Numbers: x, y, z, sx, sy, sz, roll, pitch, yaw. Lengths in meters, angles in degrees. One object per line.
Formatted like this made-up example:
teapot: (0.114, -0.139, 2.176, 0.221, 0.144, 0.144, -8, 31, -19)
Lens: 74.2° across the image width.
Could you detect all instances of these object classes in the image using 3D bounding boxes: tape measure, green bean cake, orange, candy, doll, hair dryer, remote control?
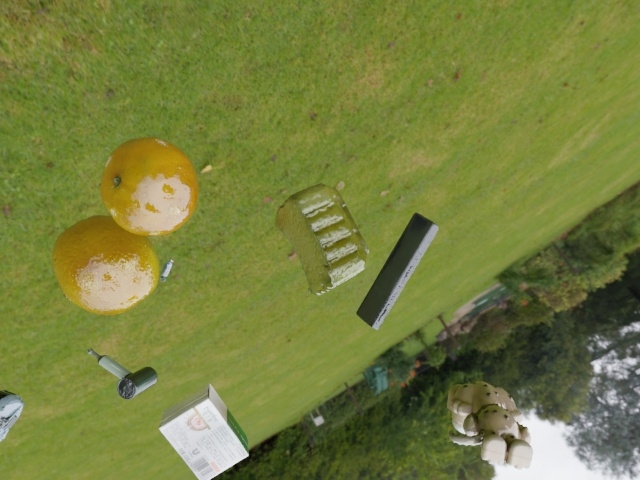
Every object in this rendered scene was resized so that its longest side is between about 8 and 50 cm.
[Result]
tape measure: (-0.586, 0.319, 0.756, 0.094, 0.054, 0.091, -61, 173, -5)
green bean cake: (0.000, 0.000, 1.021, 0.124, 0.236, 0.233, -25, 174, -20)
orange: (-0.490, 0.057, 0.977, 0.236, 0.236, 0.236, -24, 158, -11)
candy: (-0.511, 0.098, 1.408, 0.020, 0.030, 0.083, 20, 98, -49)
doll: (0.341, 0.372, 0.870, 0.154, 0.119, 0.278, 8, -179, 17)
orange: (-0.268, -0.083, 0.659, 0.156, 0.156, 0.124, -37, 171, 21)
hair dryer: (-0.540, 0.339, 1.129, 0.057, 0.198, 0.100, -61, 171, 9)
remote control: (0.148, 0.062, 0.838, 0.025, 0.063, 0.245, 12, 109, -54)

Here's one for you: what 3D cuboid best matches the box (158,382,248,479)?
box: (-0.285, 0.479, 1.054, 0.135, 0.199, 0.081, -29, -162, -6)
